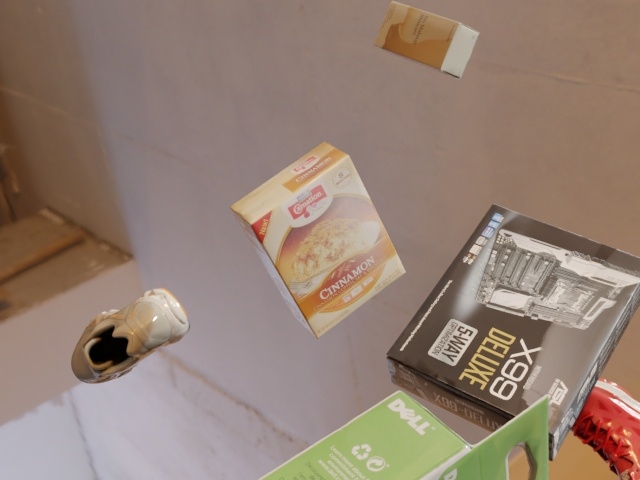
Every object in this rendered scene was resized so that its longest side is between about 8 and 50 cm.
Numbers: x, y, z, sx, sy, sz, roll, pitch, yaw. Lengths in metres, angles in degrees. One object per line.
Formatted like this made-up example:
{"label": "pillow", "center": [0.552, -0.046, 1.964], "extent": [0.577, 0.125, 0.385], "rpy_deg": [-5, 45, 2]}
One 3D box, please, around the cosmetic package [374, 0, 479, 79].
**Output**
{"label": "cosmetic package", "center": [0.122, -0.234, 1.102], "extent": [0.115, 0.041, 0.060], "rpy_deg": [30, -77, 43]}

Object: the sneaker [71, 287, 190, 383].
{"label": "sneaker", "center": [-0.302, 0.150, 1.329], "extent": [0.262, 0.121, 0.099], "rpy_deg": [-34, -92, 43]}

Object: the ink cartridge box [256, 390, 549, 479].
{"label": "ink cartridge box", "center": [0.031, 0.158, 0.521], "extent": [0.062, 0.209, 0.109], "rpy_deg": [35, -34, 46]}

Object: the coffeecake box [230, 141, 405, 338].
{"label": "coffeecake box", "center": [0.000, 0.000, 1.139], "extent": [0.068, 0.142, 0.185], "rpy_deg": [37, -21, 56]}

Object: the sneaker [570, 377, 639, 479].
{"label": "sneaker", "center": [0.385, 0.265, 1.249], "extent": [0.221, 0.128, 0.087], "rpy_deg": [17, -46, 5]}

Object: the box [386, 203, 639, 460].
{"label": "box", "center": [0.271, 0.113, 1.285], "extent": [0.242, 0.307, 0.077], "rpy_deg": [24, -32, 28]}
